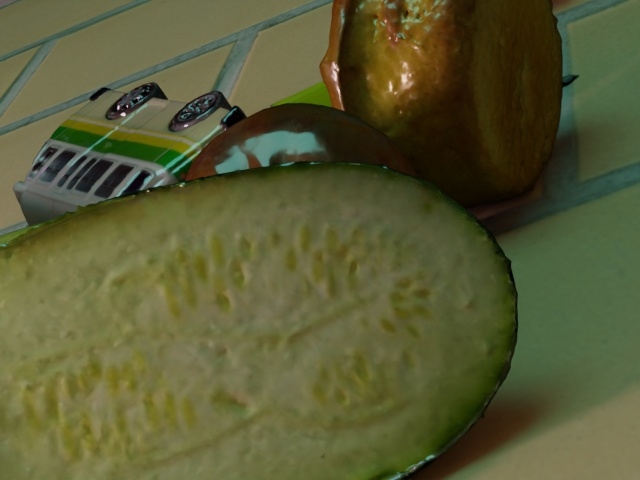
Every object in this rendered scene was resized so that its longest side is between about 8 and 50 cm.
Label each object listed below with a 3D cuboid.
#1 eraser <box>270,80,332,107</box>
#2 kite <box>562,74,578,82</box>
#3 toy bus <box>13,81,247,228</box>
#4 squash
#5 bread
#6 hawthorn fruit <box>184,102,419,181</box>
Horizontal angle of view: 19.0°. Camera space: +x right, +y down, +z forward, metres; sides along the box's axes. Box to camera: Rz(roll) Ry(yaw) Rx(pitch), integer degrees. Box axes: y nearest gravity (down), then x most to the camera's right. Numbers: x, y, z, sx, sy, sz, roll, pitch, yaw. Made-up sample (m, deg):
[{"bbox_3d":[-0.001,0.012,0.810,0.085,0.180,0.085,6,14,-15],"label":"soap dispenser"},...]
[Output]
[{"bbox_3d":[0.067,-0.128,1.790,0.226,0.069,0.158,-24,17,4],"label":"eraser"},{"bbox_3d":[0.072,-0.086,1.801,0.368,0.014,0.406,-23,19,4],"label":"kite"},{"bbox_3d":[-0.161,-0.036,1.756,0.179,0.143,0.305,-41,26,-18],"label":"toy bus"},{"bbox_3d":[-0.041,0.073,1.209,0.309,0.233,0.210,-14,-4,31],"label":"squash"},{"bbox_3d":[0.102,-0.137,1.561,0.146,0.268,0.268,-1,28,28],"label":"bread"},{"bbox_3d":[0.000,0.000,1.431,0.199,0.199,0.251,-19,-6,18],"label":"hawthorn fruit"}]
